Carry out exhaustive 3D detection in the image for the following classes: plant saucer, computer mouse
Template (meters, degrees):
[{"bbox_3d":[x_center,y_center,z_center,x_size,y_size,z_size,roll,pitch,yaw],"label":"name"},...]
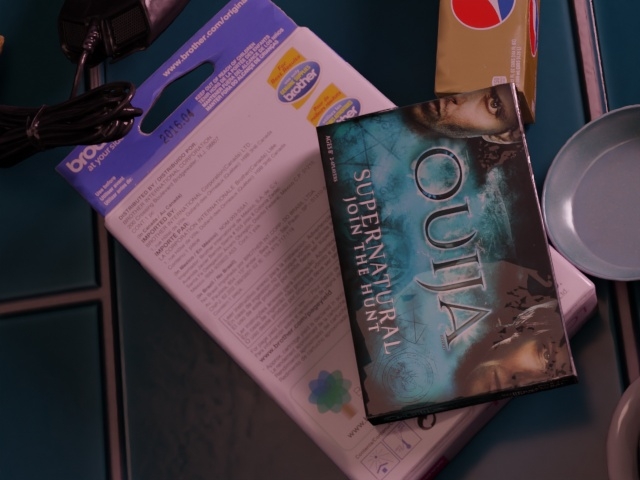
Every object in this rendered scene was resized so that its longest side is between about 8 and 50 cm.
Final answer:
[{"bbox_3d":[0.196,-0.026,1.085,0.119,0.021,0.119,-11,62,21],"label":"plant saucer"},{"bbox_3d":[-0.149,-0.153,1.194,0.184,0.060,0.262,-11,53,38],"label":"computer mouse"}]

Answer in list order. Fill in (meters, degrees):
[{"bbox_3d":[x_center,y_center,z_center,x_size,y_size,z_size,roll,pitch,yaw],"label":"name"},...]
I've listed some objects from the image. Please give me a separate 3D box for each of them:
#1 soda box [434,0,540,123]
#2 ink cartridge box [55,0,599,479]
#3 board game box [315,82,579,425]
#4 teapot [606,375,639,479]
[{"bbox_3d":[0.110,-0.169,1.136,0.058,0.061,0.181,0,74,14],"label":"soda box"},{"bbox_3d":[0.000,0.000,1.113,0.186,0.065,0.311,-45,72,-4],"label":"ink cartridge box"},{"bbox_3d":[0.074,0.007,1.051,0.126,0.026,0.186,-13,72,8],"label":"board game box"},{"bbox_3d":[0.283,0.031,0.975,0.256,0.253,0.187,-18,31,-13],"label":"teapot"}]
